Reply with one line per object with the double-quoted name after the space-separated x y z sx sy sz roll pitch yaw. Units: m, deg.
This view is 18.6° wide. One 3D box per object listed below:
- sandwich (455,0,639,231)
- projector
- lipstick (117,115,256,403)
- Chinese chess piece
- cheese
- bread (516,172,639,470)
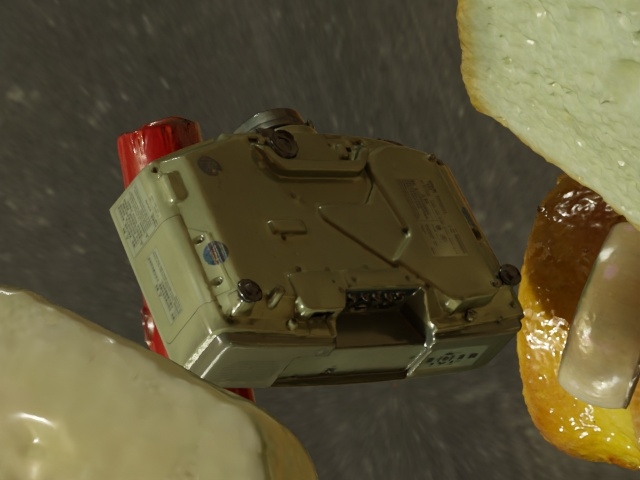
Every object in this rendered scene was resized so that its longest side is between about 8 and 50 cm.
0.177 -0.055 0.756 0.288 0.254 0.099 39 73 15 "sandwich"
0.000 0.000 1.324 0.269 0.088 0.193 -1 53 -39 "projector"
-0.095 0.050 1.433 0.073 0.073 0.279 -11 89 1 "lipstick"
0.193 0.048 1.256 0.051 0.122 0.122 20 87 11 "Chinese chess piece"
-0.142 0.185 0.868 0.318 0.115 0.326 -19 61 10 "cheese"
0.245 0.056 1.515 0.146 0.268 0.268 1 85 26 "bread"
